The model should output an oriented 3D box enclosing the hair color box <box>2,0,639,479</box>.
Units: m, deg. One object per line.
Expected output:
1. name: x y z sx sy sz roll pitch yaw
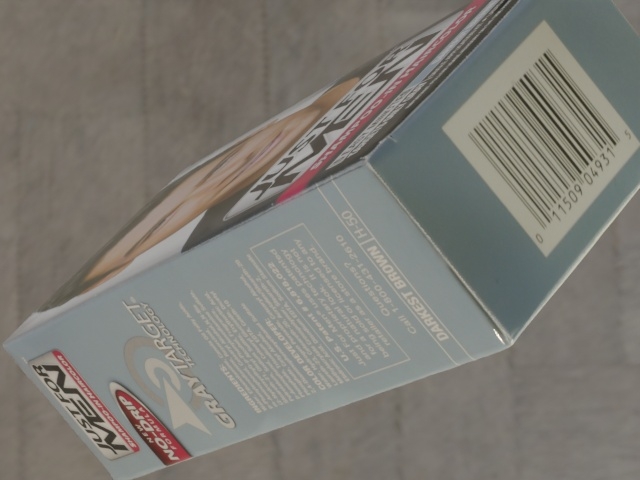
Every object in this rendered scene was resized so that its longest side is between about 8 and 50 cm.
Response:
1. hair color box: 0.000 0.000 1.038 0.113 0.374 0.185 51 54 -10
